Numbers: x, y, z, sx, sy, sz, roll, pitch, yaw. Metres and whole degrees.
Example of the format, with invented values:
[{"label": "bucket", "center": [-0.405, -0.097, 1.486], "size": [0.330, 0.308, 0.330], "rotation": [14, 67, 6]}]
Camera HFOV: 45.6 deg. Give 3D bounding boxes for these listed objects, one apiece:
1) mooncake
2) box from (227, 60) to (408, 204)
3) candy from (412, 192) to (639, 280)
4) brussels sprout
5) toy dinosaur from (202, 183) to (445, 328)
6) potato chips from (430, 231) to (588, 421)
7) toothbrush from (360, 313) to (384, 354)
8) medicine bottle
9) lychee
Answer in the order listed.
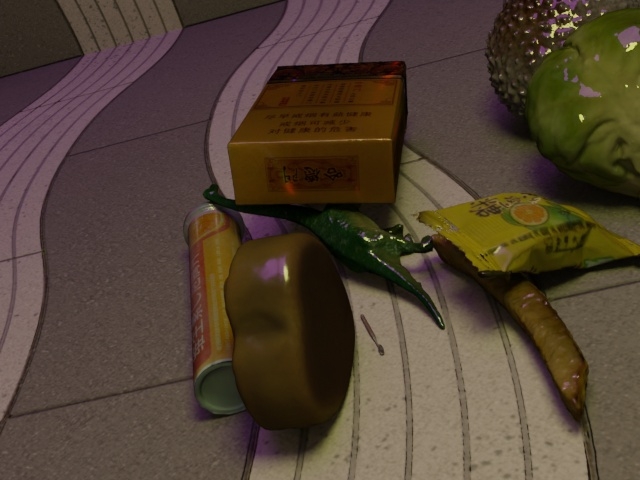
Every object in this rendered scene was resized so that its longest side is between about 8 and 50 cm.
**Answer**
[{"label": "mooncake", "center": [-0.037, 0.111, 0.955], "size": [0.117, 0.235, 0.235], "rotation": [-10, 31, 17]}, {"label": "box", "center": [0.016, -0.201, 1.328], "size": [0.264, 0.116, 0.415], "rotation": [-2, 29, 9]}, {"label": "candy", "center": [0.296, -0.009, 1.051], "size": [0.297, 0.081, 0.187], "rotation": [-2, 28, -26]}, {"label": "brussels sprout", "center": [0.476, -0.207, 1.147], "size": [0.316, 0.243, 0.274], "rotation": [23, 78, 19]}, {"label": "toy dinosaur", "center": [0.000, 0.000, 1.177], "size": [0.300, 0.087, 0.447], "rotation": [-9, 36, -14]}, {"label": "potato chips", "center": [0.257, 0.089, 0.993], "size": [0.080, 0.057, 0.407], "rotation": [-23, 31, -3]}, {"label": "toothbrush", "center": [0.072, 0.130, 1.067], "size": [0.006, 0.008, 0.097], "rotation": [-8, 28, -12]}, {"label": "medicine bottle", "center": [-0.151, 0.082, 1.160], "size": [0.108, 0.108, 0.426], "rotation": [-18, 32, -1]}, {"label": "lychee", "center": [0.448, -0.340, 1.370], "size": [0.299, 0.300, 0.300], "rotation": [-13, 31, 8]}]
